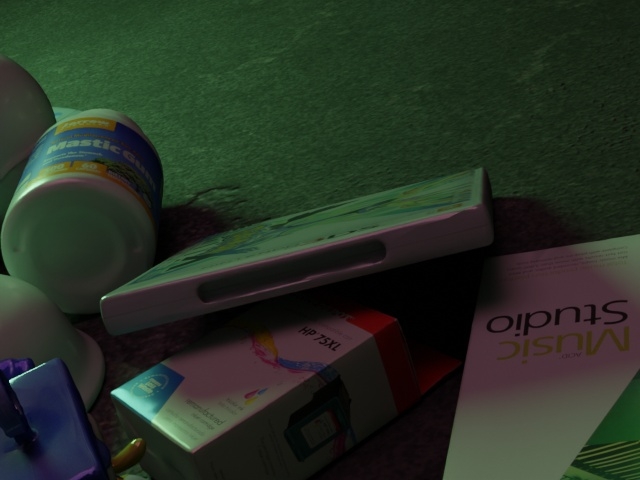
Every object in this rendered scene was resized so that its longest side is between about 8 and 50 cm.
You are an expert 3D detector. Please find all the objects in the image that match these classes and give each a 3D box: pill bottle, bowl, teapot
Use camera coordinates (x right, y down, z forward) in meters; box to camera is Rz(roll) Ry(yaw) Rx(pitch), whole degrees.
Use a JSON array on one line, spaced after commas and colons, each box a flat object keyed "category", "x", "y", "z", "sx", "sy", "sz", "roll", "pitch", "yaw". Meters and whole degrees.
[{"category": "pill bottle", "x": -0.245, "y": -0.047, "z": 1.270, "sx": 0.152, "sy": 0.152, "sz": 0.272, "roll": -17, "pitch": 26, "yaw": 3}, {"category": "bowl", "x": -0.352, "y": 0.109, "z": 1.051, "sx": 0.297, "sy": 0.134, "sz": 0.298, "roll": -15, "pitch": 25, "yaw": 7}, {"category": "teapot", "x": -0.394, "y": -0.088, "z": 1.410, "sx": 0.256, "sy": 0.187, "sz": 0.252, "roll": -48, "pitch": -6, "yaw": -21}]

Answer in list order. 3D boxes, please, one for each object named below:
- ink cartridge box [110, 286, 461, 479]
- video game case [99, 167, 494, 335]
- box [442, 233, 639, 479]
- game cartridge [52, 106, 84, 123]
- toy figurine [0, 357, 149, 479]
[{"category": "ink cartridge box", "x": -0.023, "y": 0.106, "z": 0.898, "sx": 0.231, "sy": 0.078, "sz": 0.134, "roll": -31, "pitch": 28, "yaw": -26}, {"category": "video game case", "x": 0.000, "y": 0.000, "z": 1.025, "sx": 0.299, "sy": 0.036, "sz": 0.329, "roll": -14, "pitch": 6, "yaw": 10}, {"category": "box", "x": 0.210, "y": 0.094, "z": 0.788, "sx": 0.232, "sy": 0.058, "sz": 0.322, "roll": -10, "pitch": 27, "yaw": 18}, {"category": "game cartridge", "x": -0.453, "y": -0.127, "z": 1.693, "sx": 0.297, "sy": 0.062, "sz": 0.198, "roll": 5, "pitch": 38, "yaw": 40}, {"category": "toy figurine", "x": -0.160, "y": 0.177, "z": 0.631, "sx": 0.191, "sy": 0.217, "sz": 0.362, "roll": -17, "pitch": 33, "yaw": -13}]
